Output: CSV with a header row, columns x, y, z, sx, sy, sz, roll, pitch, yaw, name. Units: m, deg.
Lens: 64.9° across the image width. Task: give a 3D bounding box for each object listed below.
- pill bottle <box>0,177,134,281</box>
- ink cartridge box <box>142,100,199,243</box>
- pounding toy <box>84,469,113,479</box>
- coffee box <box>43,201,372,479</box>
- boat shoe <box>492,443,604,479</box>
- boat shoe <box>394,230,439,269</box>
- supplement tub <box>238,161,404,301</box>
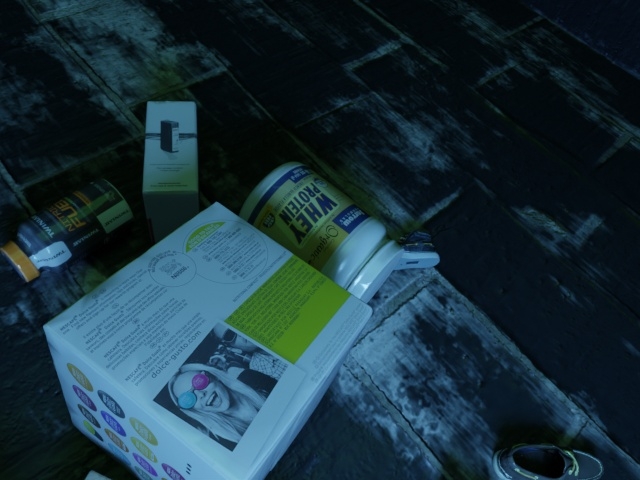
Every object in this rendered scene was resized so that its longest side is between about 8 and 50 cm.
x,y,z,sx,sy,sz,roll,pitch,yaw,name
-0.533,-0.018,1.061,0.130,0.130,0.246,39,58,15,pill bottle
-0.336,-0.156,1.155,0.114,0.197,0.272,-1,56,-13,ink cartridge box
-0.355,0.441,0.732,0.094,0.206,0.181,14,53,20,pounding toy
-0.175,0.209,0.829,0.334,0.337,0.338,34,48,12,coffee box
0.461,0.445,0.992,0.228,0.068,0.081,5,56,-8,boat shoe
0.197,0.023,1.233,0.184,0.065,0.083,1,53,-18,boat shoe
0.000,0.000,1.102,0.316,0.228,0.228,38,57,14,supplement tub
